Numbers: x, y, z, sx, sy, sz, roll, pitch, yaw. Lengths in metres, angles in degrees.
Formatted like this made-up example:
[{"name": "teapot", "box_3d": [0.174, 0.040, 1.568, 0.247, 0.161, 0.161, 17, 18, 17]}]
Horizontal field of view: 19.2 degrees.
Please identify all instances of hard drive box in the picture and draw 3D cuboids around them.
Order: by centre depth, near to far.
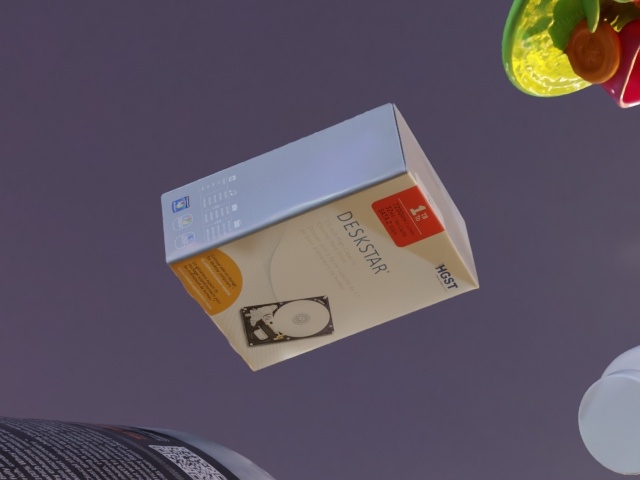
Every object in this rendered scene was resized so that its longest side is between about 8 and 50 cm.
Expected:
[{"name": "hard drive box", "box_3d": [0.000, 0.000, 1.710, 0.232, 0.089, 0.181, -22, -44, 14]}]

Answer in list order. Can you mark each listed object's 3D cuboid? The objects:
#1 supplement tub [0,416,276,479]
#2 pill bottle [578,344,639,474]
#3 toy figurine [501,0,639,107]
[{"name": "supplement tub", "box_3d": [-0.133, 0.154, 0.650, 0.194, 0.316, 0.193, -4, -100, 26]}, {"name": "pill bottle", "box_3d": [0.331, 0.148, 1.758, 0.121, 0.216, 0.121, 8, -77, 36]}, {"name": "toy figurine", "box_3d": [0.182, -0.080, 0.790, 0.159, 0.130, 0.173, 49, -43, 28]}]
